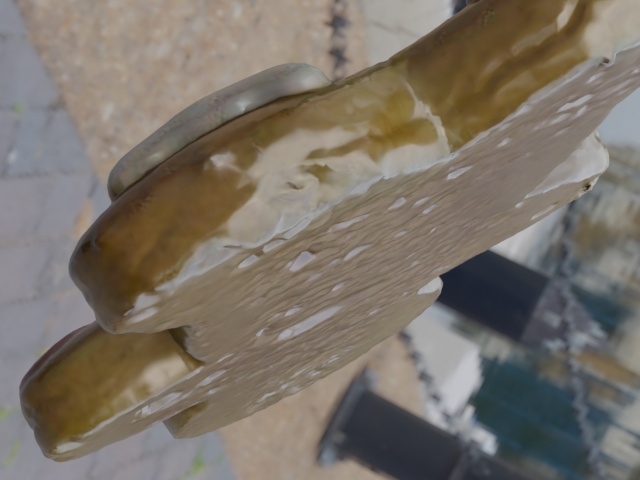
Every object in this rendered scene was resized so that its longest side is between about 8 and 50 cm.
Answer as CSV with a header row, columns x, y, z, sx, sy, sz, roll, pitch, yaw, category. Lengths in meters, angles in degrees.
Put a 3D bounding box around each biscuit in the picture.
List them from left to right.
x,y,z,sx,sy,sz,roll,pitch,yaw,category
0.000,0.000,0.505,0.197,0.049,0.301,-25,168,-13,biscuit
